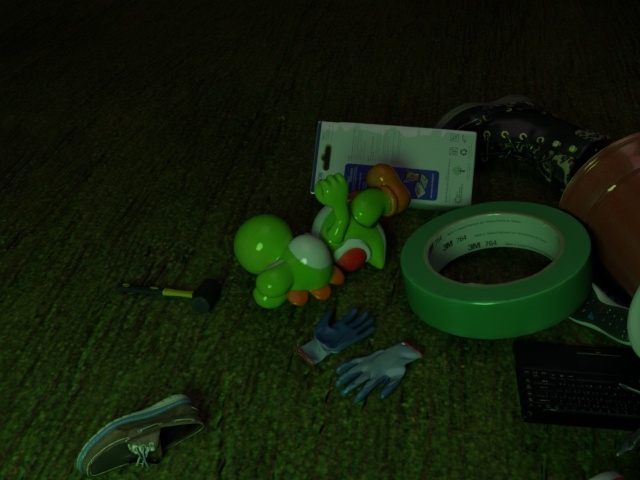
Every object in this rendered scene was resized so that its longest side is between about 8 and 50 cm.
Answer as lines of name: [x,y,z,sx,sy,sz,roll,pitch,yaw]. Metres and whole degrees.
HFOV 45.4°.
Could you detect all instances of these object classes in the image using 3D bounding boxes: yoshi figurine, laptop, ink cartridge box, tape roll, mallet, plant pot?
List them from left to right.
mallet: [-0.273,0.096,1.351,0.189,0.039,0.062,1,32,8]
yoshi figurine: [-0.015,-0.024,1.400,0.203,0.204,0.362,11,36,43]
ink cartridge box: [0.152,-0.154,1.595,0.332,0.065,0.165,6,81,6]
tape roll: [0.302,0.042,1.328,0.321,0.077,0.321,-10,29,6]
laptop: [0.415,0.201,1.108,0.234,0.137,0.264,4,36,5]
plant pot: [0.592,-0.004,1.309,0.272,0.272,0.265,-8,44,-10]

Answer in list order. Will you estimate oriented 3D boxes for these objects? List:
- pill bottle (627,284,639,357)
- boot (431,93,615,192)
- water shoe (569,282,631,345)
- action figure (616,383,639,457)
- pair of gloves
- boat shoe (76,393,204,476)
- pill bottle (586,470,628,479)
pill bottle: [0.609,0.140,1.131,0.264,0.153,0.153,18,34,-11]
boot: [0.436,-0.200,1.682,0.377,0.138,0.284,-21,40,-35]
water shoe: [0.479,0.127,1.285,0.080,0.073,0.203,26,11,-30]
action figure: [0.464,0.273,0.885,0.164,0.141,0.276,-32,88,-13]
pair of gloves: [0.058,0.180,1.239,0.159,0.023,0.198,-27,44,-35]
boat shoe: [-0.245,0.277,1.065,0.183,0.066,0.066,-28,45,-33]
pill bottle: [0.376,0.398,0.809,0.161,0.161,0.283,-22,41,-28]
